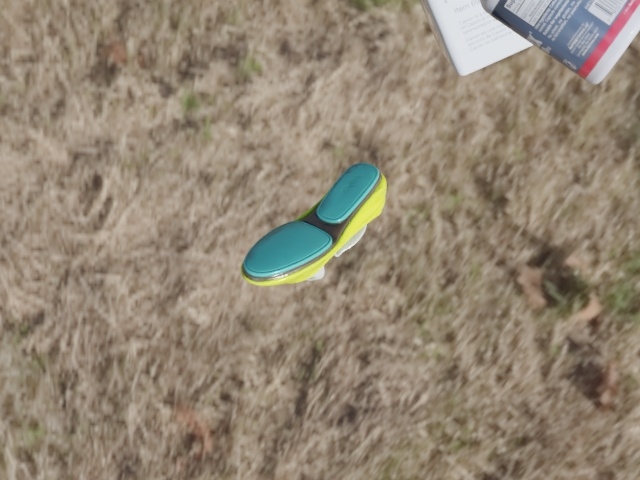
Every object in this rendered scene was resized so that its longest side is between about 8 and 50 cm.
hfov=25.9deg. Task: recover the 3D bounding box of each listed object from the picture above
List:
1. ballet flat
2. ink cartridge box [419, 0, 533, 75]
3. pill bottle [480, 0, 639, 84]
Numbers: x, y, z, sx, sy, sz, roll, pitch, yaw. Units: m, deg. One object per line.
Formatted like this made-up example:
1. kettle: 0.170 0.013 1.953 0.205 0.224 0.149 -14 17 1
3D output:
1. ballet flat: 0.000 0.000 1.612 0.077 0.077 0.231 26 53 30
2. ink cartridge box: 0.205 -0.431 1.603 0.279 0.384 0.160 -23 26 5
3. pill bottle: 0.206 -0.233 1.257 0.180 0.108 0.108 35 63 4
